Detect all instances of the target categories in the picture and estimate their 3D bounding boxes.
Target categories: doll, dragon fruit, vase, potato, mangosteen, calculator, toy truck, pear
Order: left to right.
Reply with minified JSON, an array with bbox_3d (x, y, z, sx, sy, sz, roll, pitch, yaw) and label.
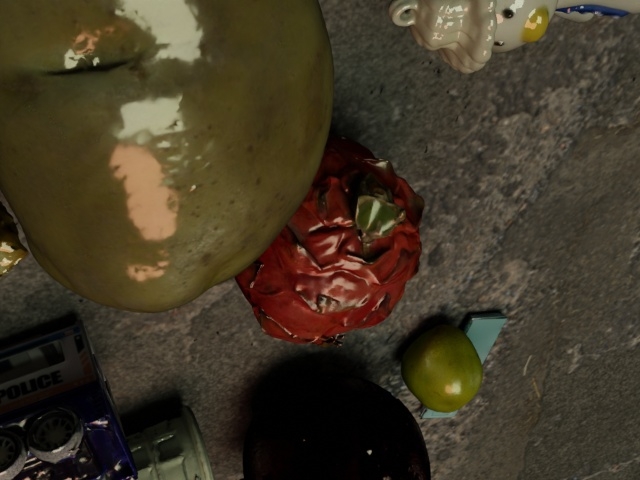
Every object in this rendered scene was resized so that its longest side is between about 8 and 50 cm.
[{"bbox_3d":[-0.312,0.186,0.979,0.268,0.155,0.124,-18,138,-9],"label":"toy truck"},{"bbox_3d":[-0.261,0.266,1.104,0.299,0.143,0.143,-11,136,-16],"label":"vase"},{"bbox_3d":[-0.115,-0.106,0.747,0.243,0.221,0.326,-29,128,-14],"label":"potato"},{"bbox_3d":[-0.002,0.255,1.210,0.211,0.211,0.250,8,158,-35],"label":"mangosteen"},{"bbox_3d":[0.000,0.000,0.961,0.172,0.172,0.209,-4,141,-27],"label":"dragon fruit"},{"bbox_3d":[0.140,0.141,1.242,0.092,0.092,0.097,1,113,-31],"label":"pear"},{"bbox_3d":[0.169,0.151,1.318,0.057,0.018,0.172,-3,132,-29],"label":"calculator"},{"bbox_3d":[0.190,-0.213,0.893,0.293,0.119,0.138,-16,160,-16],"label":"doll"}]

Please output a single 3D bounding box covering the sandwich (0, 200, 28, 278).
[{"bbox_3d":[-0.384,0.028,0.825,0.251,0.087,0.226,-44,138,16],"label":"sandwich"}]
